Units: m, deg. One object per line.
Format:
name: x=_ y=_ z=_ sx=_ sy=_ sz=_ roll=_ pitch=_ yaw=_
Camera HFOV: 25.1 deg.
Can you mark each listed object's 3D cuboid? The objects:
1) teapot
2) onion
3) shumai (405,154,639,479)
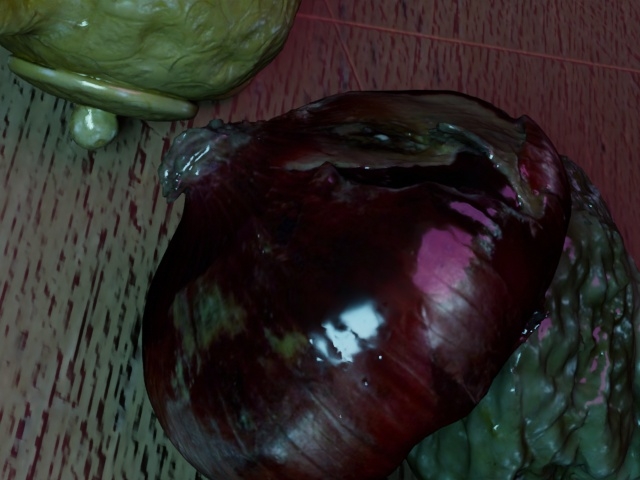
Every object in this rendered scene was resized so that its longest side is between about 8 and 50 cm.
teapot: x=-0.115 y=-0.135 z=0.882 sx=0.203 sy=0.167 sz=0.311 roll=18 pitch=5 yaw=24
onion: x=0.000 y=0.000 z=0.787 sx=0.195 sy=0.272 sz=0.272 roll=51 pitch=39 yaw=-29
shumai: x=0.162 y=0.069 z=0.941 sx=0.218 sy=0.189 sz=0.255 roll=27 pitch=48 yaw=-23
